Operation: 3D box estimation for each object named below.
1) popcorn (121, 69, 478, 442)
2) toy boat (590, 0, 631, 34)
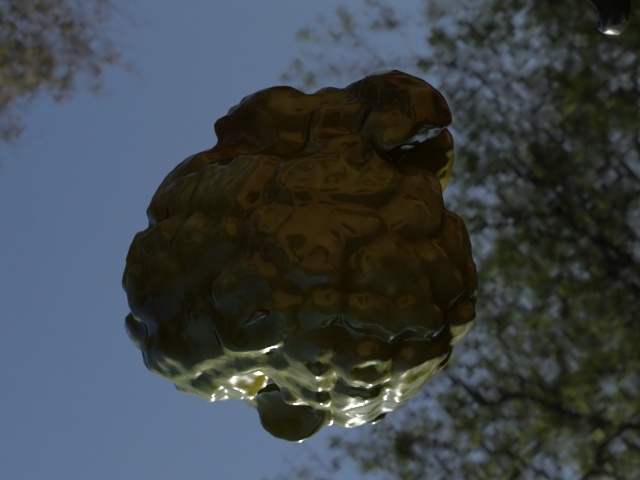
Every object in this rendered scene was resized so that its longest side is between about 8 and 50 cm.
[{"bbox_3d":[0.000,0.000,0.970,0.206,0.251,0.237,31,-164,-7],"label":"popcorn"},{"bbox_3d":[0.205,-0.210,1.189,0.075,0.077,0.185,-3,-162,-7],"label":"toy boat"}]
